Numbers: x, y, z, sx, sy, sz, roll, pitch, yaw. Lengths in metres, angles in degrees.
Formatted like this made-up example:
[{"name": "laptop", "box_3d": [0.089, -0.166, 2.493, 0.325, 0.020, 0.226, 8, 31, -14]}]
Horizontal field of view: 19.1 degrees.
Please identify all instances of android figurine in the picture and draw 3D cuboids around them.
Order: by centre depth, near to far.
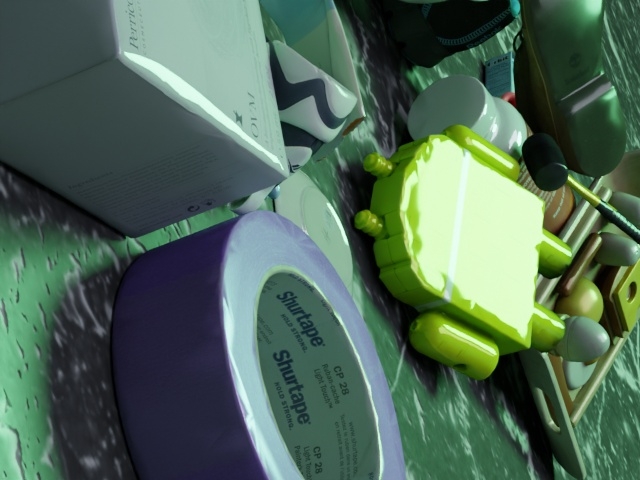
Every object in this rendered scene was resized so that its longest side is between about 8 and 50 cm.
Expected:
[{"name": "android figurine", "box_3d": [0.139, 0.004, 1.852, 0.273, 0.056, 0.248, 27, 59, -35]}]

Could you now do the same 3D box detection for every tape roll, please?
[{"name": "tape roll", "box_3d": [-0.037, 0.121, 1.353, 0.275, 0.090, 0.275, 51, 28, -42]}]

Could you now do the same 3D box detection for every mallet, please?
[{"name": "mallet", "box_3d": [0.282, -0.039, 1.968, 0.190, 0.039, 0.062, 38, 22, -23]}]

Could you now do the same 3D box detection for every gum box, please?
[{"name": "gum box", "box_3d": [0.252, -0.119, 2.364, 0.157, 0.041, 0.184, 55, 26, -33]}]

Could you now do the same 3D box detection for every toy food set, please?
[{"name": "toy food set", "box_3d": [0.321, 0.079, 2.080, 0.306, 0.092, 0.219, -53, 139, -29]}]

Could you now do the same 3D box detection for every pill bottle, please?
[{"name": "pill bottle", "box_3d": [0.179, -0.077, 2.029, 0.216, 0.121, 0.121, 49, 29, -44]}]

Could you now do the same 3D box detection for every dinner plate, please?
[{"name": "dinner plate", "box_3d": [0.000, 0.000, 1.661, 0.141, 0.017, 0.141, 54, 25, -39]}]

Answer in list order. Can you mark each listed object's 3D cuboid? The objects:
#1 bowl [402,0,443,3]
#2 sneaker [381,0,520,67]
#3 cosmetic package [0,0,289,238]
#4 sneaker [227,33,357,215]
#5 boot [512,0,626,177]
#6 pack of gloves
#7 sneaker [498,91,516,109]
[{"name": "bowl", "box_3d": [0.064, -0.359, 1.947, 0.298, 0.134, 0.298, 33, 46, -43]}, {"name": "sneaker", "box_3d": [0.120, -0.367, 2.120, 0.125, 0.140, 0.341, 5, 66, -68]}, {"name": "cosmetic package", "box_3d": [-0.143, -0.153, 1.272, 0.225, 0.138, 0.224, 32, 42, -57]}, {"name": "sneaker", "box_3d": [-0.096, -0.102, 1.422, 0.235, 0.153, 0.094, 37, 3, 30]}, {"name": "boot", "box_3d": [0.240, -0.217, 2.045, 0.112, 0.115, 0.305, -24, 113, -29]}, {"name": "pack of gloves", "box_3d": [-0.051, -0.157, 1.499, 0.046, 0.195, 0.232, -1, 67, -30]}, {"name": "sneaker", "box_3d": [0.229, -0.077, 2.170, 0.094, 0.081, 0.208, 111, -38, -60]}]
